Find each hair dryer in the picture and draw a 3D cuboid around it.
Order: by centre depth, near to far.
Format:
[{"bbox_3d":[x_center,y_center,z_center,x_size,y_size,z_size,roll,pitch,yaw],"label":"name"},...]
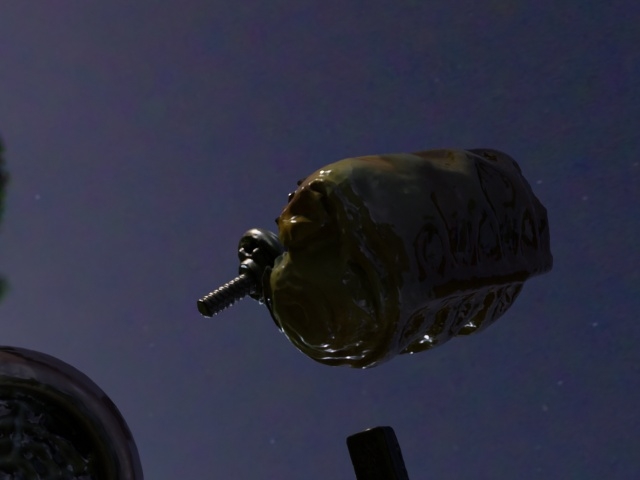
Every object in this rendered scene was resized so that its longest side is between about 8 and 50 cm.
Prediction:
[{"bbox_3d":[-0.069,0.200,0.446,0.344,0.107,0.189,54,-31,-3],"label":"hair dryer"}]

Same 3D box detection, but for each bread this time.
[{"bbox_3d":[0.067,0.008,0.706,0.088,0.232,0.128,6,-80,41],"label":"bread"}]

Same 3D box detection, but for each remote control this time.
[{"bbox_3d":[0.085,0.323,1.239,0.063,0.025,0.245,-25,-110,21],"label":"remote control"}]

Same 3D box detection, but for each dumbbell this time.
[{"bbox_3d":[0.000,0.000,0.992,0.082,0.254,0.081,37,-36,34],"label":"dumbbell"}]
